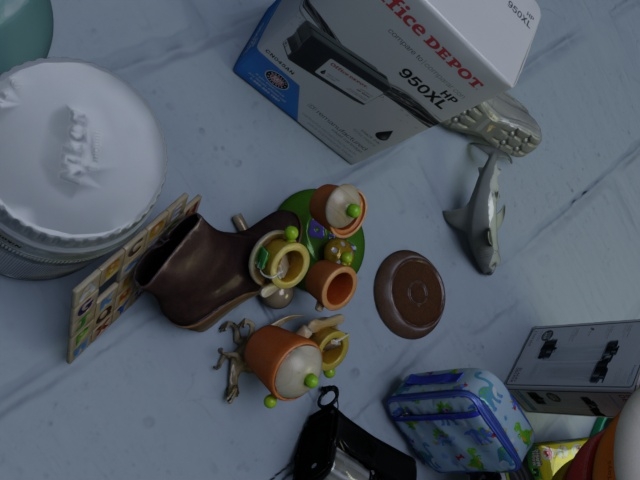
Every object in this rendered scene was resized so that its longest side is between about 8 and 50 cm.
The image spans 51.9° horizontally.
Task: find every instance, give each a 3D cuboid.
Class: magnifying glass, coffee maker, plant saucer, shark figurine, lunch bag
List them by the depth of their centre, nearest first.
[{"bbox_3d":[0.063,0.347,1.042,0.178,0.120,0.171,37,62,-22],"label":"coffee maker"},{"bbox_3d":[0.225,0.299,1.097,0.090,0.219,0.176,-41,103,-38],"label":"lunch bag"},{"bbox_3d":[0.174,0.099,1.220,0.168,0.029,0.168,7,77,-31],"label":"plant saucer"},{"bbox_3d":[0.305,-0.077,1.304,0.166,0.116,0.278,17,76,-64],"label":"shark figurine"},{"bbox_3d":[0.596,0.448,1.421,0.231,0.026,0.092,-21,92,-33],"label":"magnifying glass"}]

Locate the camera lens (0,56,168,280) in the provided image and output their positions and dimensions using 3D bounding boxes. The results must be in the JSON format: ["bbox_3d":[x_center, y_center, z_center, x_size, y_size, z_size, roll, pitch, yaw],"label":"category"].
[{"bbox_3d":[-0.322,-0.072,0.787,0.219,0.274,0.219,7,76,-32],"label":"camera lens"}]

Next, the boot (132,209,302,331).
[{"bbox_3d":[-0.130,0.015,0.921,0.090,0.207,0.248,37,75,24],"label":"boot"}]

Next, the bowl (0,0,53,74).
[{"bbox_3d":[-0.478,-0.332,0.810,0.311,0.163,0.311,8,75,-32],"label":"bowl"}]

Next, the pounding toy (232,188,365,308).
[{"bbox_3d":[0.000,0.000,1.079,0.237,0.110,0.183,-19,91,-34],"label":"pounding toy"}]

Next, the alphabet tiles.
[{"bbox_3d":[-0.241,0.040,0.865,0.009,0.198,0.237,37,51,5],"label":"alphabet tiles"}]

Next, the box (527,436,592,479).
[{"bbox_3d":[0.491,0.457,1.322,0.179,0.043,0.105,1,79,-19],"label":"box"}]

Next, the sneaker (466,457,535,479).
[{"bbox_3d":[0.317,0.432,1.113,0.121,0.111,0.300,33,28,-6],"label":"sneaker"}]

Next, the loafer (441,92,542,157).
[{"bbox_3d":[0.322,-0.279,1.357,0.319,0.112,0.111,25,45,-27],"label":"loafer"}]

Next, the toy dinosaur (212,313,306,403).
[{"bbox_3d":[-0.110,0.160,1.021,0.183,0.053,0.092,-52,124,-22],"label":"toy dinosaur"}]

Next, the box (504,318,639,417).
[{"bbox_3d":[0.512,0.244,1.250,0.087,0.290,0.169,47,59,-16],"label":"box"}]

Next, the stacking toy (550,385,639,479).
[{"bbox_3d":[0.496,0.450,1.097,0.350,0.480,0.351,10,60,-18],"label":"stacking toy"}]

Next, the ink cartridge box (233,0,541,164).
[{"bbox_3d":[0.088,-0.310,1.028,0.285,0.395,0.166,35,63,-22],"label":"ink cartridge box"}]

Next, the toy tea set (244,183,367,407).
[{"bbox_3d":[-0.001,0.084,0.952,0.200,0.124,0.336,-14,118,-39],"label":"toy tea set"}]
